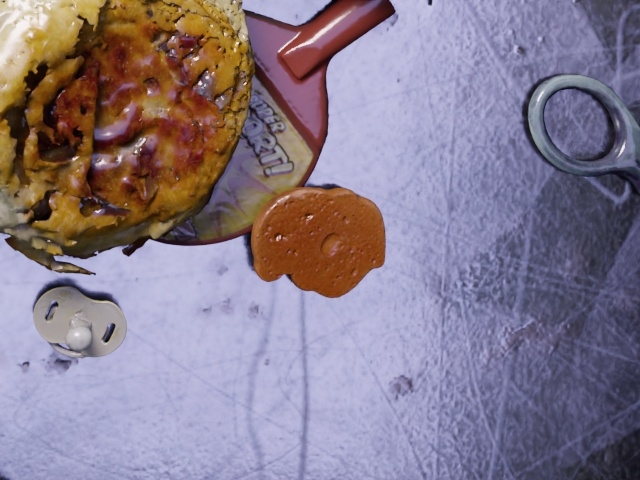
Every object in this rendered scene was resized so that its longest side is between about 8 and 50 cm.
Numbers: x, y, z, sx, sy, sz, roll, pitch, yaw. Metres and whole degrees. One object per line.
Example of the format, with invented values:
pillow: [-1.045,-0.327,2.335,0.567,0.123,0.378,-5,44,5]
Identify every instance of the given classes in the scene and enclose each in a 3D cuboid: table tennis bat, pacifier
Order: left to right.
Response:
pacifier: [-0.212,0.080,1.510,0.083,0.064,0.068,23,109,-12]
table tennis bat: [-0.068,-0.124,1.529,0.310,0.038,0.200,-37,104,-1]

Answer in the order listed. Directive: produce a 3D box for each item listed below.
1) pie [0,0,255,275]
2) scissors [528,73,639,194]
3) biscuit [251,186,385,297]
pie: [-0.190,-0.110,1.425,0.308,0.085,0.308,-14,119,-27]
scissors: [0.366,-0.010,1.622,0.256,0.029,0.383,-24,98,-8]
biscuit: [0.000,0.000,1.551,0.130,0.019,0.102,8,107,-23]
